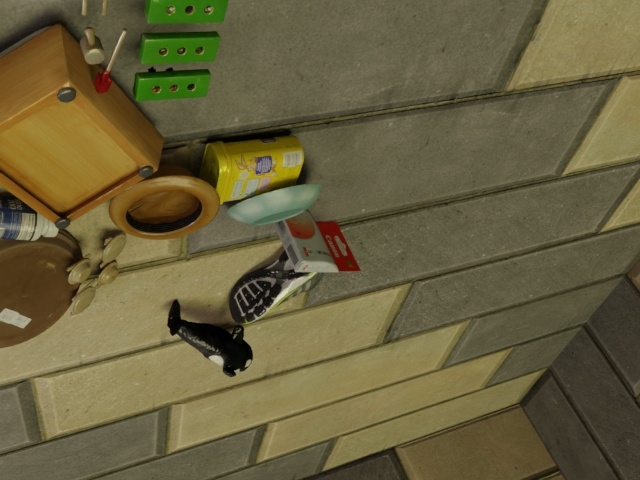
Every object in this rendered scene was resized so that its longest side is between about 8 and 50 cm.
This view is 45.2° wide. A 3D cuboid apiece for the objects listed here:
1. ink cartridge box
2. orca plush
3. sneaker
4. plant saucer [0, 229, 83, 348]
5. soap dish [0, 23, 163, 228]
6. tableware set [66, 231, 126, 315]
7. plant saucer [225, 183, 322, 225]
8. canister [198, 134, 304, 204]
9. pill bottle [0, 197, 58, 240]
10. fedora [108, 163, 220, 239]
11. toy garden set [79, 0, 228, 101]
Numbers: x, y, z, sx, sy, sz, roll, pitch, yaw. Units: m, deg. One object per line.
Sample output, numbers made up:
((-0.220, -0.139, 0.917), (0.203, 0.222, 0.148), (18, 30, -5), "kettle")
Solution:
((0.000, 0.000, 1.616), (0.179, 0.145, 0.045), (0, 141, -37), "ink cartridge box")
((-0.231, 0.213, 1.780), (0.102, 0.151, 0.287), (-41, 125, 6), "orca plush")
((-0.078, 0.100, 1.746), (0.300, 0.111, 0.121), (-34, 153, 17), "sneaker")
((-0.544, 0.091, 1.367), (0.278, 0.041, 0.278), (-32, 145, -25), "plant saucer")
((-0.389, -0.152, 1.133), (0.229, 0.118, 0.291), (-30, 149, 4), "soap dish")
((-0.423, 0.062, 1.450), (0.141, 0.020, 0.169), (-46, 164, -43), "tableware set")
((-0.085, -0.062, 1.486), (0.194, 0.037, 0.195), (-16, 173, -2), "plant saucer")
((-0.125, -0.130, 1.404), (0.169, 0.073, 0.126), (-11, 146, -28), "canister")
((-0.497, -0.034, 1.266), (0.120, 0.067, 0.067), (5, 136, -38), "pill bottle")
((-0.275, -0.077, 1.350), (0.194, 0.079, 0.194), (-9, 146, -6), "fedora")
((-0.233, -0.292, 1.020), (0.203, 0.049, 0.244), (-10, 146, -28), "toy garden set")
